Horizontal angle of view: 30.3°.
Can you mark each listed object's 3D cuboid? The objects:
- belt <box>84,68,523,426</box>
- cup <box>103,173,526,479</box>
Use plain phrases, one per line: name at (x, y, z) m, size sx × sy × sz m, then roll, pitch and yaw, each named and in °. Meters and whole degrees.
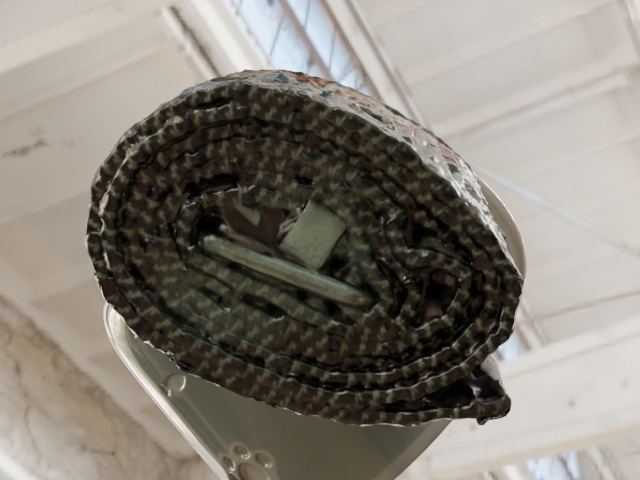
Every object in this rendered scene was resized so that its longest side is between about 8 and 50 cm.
belt at (0.000, 0.000, 0.802) m, size 0.295 × 0.160 × 0.207 m, roll 17°, pitch -79°, yaw 0°
cup at (0.002, 0.054, 1.055) m, size 0.356 × 0.259 × 0.274 m, roll -42°, pitch -87°, yaw 14°
